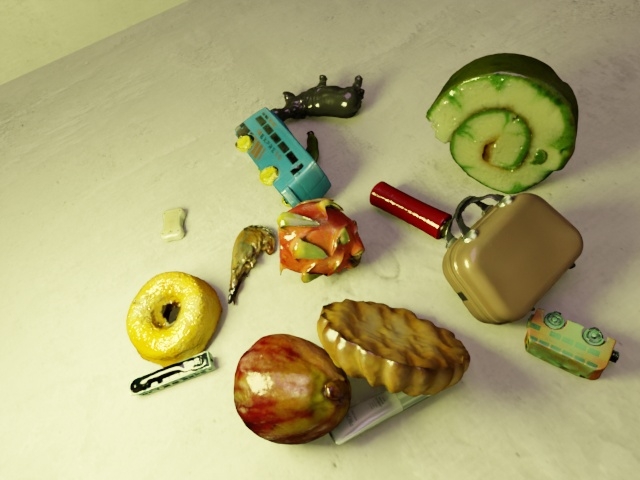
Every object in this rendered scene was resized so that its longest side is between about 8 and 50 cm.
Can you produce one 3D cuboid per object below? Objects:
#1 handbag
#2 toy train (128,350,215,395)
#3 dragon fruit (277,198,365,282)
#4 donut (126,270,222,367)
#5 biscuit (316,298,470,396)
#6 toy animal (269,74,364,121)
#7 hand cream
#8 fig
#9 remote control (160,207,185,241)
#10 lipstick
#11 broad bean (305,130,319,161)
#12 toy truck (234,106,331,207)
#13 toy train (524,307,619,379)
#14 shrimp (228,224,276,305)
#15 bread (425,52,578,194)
[{"bbox_3d":[0.420,0.015,1.116,0.302,0.149,0.283,-41,89,-16],"label":"handbag"},{"bbox_3d":[-0.363,0.327,1.166,0.208,0.047,0.043,-20,58,-3],"label":"toy train"},{"bbox_3d":[-0.005,-0.002,1.239,0.227,0.224,0.224,-8,52,1],"label":"dragon fruit"},{"bbox_3d":[-0.381,0.198,1.237,0.254,0.118,0.253,-6,66,13],"label":"donut"},{"bbox_3d":[0.146,0.225,1.013,0.326,0.326,0.107,22,102,26],"label":"biscuit"},{"bbox_3d":[-0.014,-0.491,1.688,0.344,0.106,0.168,-3,59,17],"label":"toy animal"},{"bbox_3d":[0.134,0.359,1.032,0.255,0.048,0.079,-22,19,-8],"label":"hand cream"},{"bbox_3d":[-0.059,0.315,1.012,0.263,0.224,0.224,18,59,23],"label":"fig"},{"bbox_3d":[-0.456,-0.049,1.486,0.075,0.032,0.122,-11,52,4],"label":"remote control"},{"bbox_3d":[0.248,-0.086,1.333,0.241,0.080,0.080,33,66,30],"label":"lipstick"},{"bbox_3d":[-0.034,-0.265,1.554,0.060,0.043,0.297,-13,48,28],"label":"broad bean"},{"bbox_3d":[-0.123,-0.245,1.456,0.162,0.161,0.385,-39,50,3],"label":"toy truck"},{"bbox_3d":[0.537,0.224,1.036,0.188,0.072,0.099,24,61,27],"label":"toy train"},{"bbox_3d":[-0.195,0.055,1.330,0.117,0.066,0.262,-3,54,10],"label":"shrimp"},{"bbox_3d":[0.468,-0.297,1.265,0.382,0.366,0.129,16,53,20],"label":"bread"}]
